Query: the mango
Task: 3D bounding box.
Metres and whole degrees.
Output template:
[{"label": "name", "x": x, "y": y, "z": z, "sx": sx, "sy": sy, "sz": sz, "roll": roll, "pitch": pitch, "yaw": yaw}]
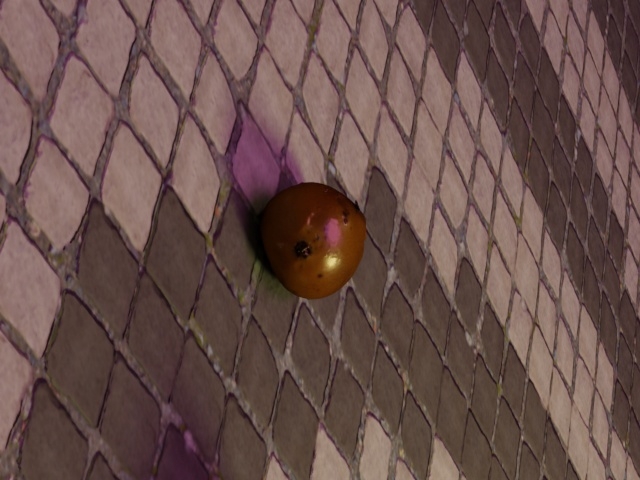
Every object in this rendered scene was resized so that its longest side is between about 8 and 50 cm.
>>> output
[{"label": "mango", "x": 0.003, "y": 0.000, "z": 1.751, "sx": 0.159, "sy": 0.084, "sz": 0.105, "roll": -4, "pitch": 92, "yaw": -67}]
